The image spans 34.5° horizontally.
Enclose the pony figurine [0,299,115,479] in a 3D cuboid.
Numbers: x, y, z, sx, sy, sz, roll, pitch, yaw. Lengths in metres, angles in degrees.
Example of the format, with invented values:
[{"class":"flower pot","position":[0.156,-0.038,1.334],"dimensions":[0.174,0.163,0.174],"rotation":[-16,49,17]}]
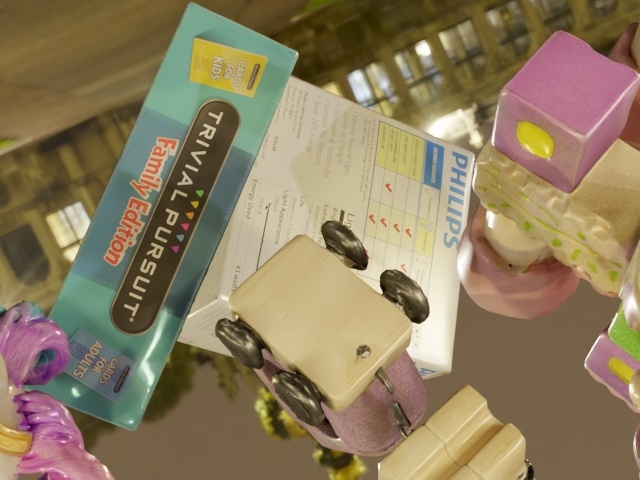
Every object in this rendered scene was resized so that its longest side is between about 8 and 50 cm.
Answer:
[{"class":"pony figurine","position":[-0.154,0.226,0.473],"dimensions":[0.363,0.351,0.303],"rotation":[-56,179,-2]}]

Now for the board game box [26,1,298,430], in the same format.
[{"class":"board game box","position":[-0.120,-0.008,0.780],"dimensions":[0.336,0.079,0.253],"rotation":[168,-55,-80]}]

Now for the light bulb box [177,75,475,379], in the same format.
[{"class":"light bulb box","position":[0.000,0.000,1.488],"dimensions":[0.225,0.361,0.357],"rotation":[-29,-134,57]}]

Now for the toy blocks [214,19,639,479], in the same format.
[{"class":"toy blocks","position":[0.165,0.070,0.477],"dimensions":[0.309,0.288,0.260],"rotation":[-42,158,-19]}]
